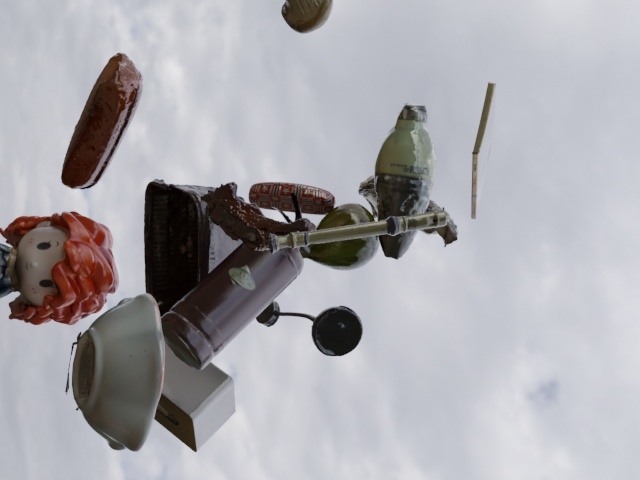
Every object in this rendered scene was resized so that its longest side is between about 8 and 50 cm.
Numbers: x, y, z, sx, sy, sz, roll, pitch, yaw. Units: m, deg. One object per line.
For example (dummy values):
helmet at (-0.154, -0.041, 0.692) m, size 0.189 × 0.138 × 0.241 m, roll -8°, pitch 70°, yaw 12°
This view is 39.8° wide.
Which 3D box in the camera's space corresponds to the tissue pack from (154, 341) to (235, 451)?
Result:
tissue pack at (-0.327, 0.333, 2.018) m, size 0.246 × 0.136 × 0.159 m, roll 32°, pitch -36°, yaw 24°

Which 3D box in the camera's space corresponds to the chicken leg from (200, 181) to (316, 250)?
chicken leg at (-0.102, -0.028, 1.333) m, size 0.219 × 0.048 × 0.089 m, roll 28°, pitch -55°, yaw 32°

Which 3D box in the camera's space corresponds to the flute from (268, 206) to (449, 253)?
flute at (0.050, -0.012, 1.101) m, size 0.027 × 0.233 × 0.027 m, roll 171°, pitch -90°, yaw -76°

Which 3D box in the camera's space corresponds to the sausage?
sausage at (-0.427, -0.223, 1.730) m, size 0.330 × 0.102 × 0.102 m, roll -53°, pitch -130°, yaw 39°

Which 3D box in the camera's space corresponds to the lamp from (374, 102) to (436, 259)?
lamp at (0.131, -0.094, 1.401) m, size 0.101 × 0.101 × 0.250 m, roll 15°, pitch -80°, yaw 58°

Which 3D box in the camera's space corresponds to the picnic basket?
picnic basket at (-0.241, 0.026, 1.723) m, size 0.223 × 0.129 × 0.296 m, roll 20°, pitch -67°, yaw 45°

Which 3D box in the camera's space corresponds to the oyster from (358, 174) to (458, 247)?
oyster at (0.196, -0.076, 1.992) m, size 0.271 × 0.100 × 0.275 m, roll 40°, pitch -10°, yaw 11°

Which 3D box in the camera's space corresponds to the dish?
dish at (-0.287, 0.176, 1.192) m, size 0.229 × 0.081 × 0.229 m, roll -22°, pitch -117°, yaw 54°

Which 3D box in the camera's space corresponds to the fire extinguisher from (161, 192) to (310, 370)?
fire extinguisher at (-0.133, 0.066, 1.548) m, size 0.114 × 0.337 × 0.135 m, roll 12°, pitch -42°, yaw 49°

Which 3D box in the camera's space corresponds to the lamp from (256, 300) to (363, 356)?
lamp at (-0.059, 0.169, 2.015) m, size 0.371 × 0.109 × 0.130 m, roll 20°, pitch -89°, yaw 52°

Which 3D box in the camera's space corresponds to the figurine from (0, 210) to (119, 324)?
figurine at (-0.615, 0.057, 1.737) m, size 0.306 × 0.412 × 0.241 m, roll -32°, pitch -117°, yaw 48°

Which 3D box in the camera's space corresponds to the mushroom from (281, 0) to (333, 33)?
mushroom at (-0.088, -0.454, 1.315) m, size 0.122 × 0.329 × 0.159 m, roll -11°, pitch -129°, yaw 38°

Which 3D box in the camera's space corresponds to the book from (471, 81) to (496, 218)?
book at (0.321, -0.173, 1.749) m, size 0.241 × 0.018 × 0.170 m, roll 75°, pitch 29°, yaw -61°

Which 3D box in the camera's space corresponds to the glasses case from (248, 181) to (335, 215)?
glasses case at (-0.063, -0.099, 1.965) m, size 0.073 × 0.195 × 0.049 m, roll 90°, pitch 8°, yaw -57°

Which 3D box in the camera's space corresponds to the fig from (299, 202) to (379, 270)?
fig at (0.000, 0.000, 1.911) m, size 0.151 × 0.260 × 0.151 m, roll 171°, pitch -90°, yaw -80°
